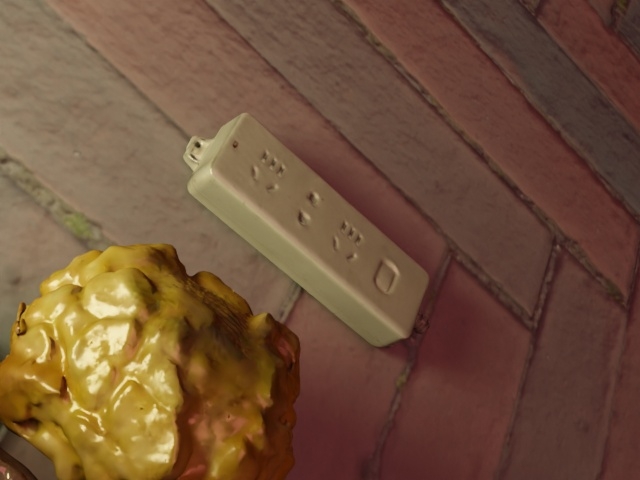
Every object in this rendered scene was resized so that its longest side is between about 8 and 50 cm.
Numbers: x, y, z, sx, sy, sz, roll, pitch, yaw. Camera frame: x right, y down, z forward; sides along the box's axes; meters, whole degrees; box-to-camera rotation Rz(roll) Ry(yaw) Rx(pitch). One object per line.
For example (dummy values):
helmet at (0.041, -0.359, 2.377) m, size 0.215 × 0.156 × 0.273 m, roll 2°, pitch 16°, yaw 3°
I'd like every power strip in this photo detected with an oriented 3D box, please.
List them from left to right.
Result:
power strip at (0.000, 0.000, 0.987) m, size 0.338 × 0.058 × 0.098 m, roll 41°, pitch 50°, yaw -20°

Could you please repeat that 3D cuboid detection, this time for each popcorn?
popcorn at (-0.125, 0.117, 0.730) m, size 0.250 × 0.190 × 0.250 m, roll 33°, pitch 36°, yaw -29°

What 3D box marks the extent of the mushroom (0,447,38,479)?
mushroom at (-0.248, 0.195, 0.590) m, size 0.204 × 0.204 × 0.204 m, roll 17°, pitch 61°, yaw -34°
